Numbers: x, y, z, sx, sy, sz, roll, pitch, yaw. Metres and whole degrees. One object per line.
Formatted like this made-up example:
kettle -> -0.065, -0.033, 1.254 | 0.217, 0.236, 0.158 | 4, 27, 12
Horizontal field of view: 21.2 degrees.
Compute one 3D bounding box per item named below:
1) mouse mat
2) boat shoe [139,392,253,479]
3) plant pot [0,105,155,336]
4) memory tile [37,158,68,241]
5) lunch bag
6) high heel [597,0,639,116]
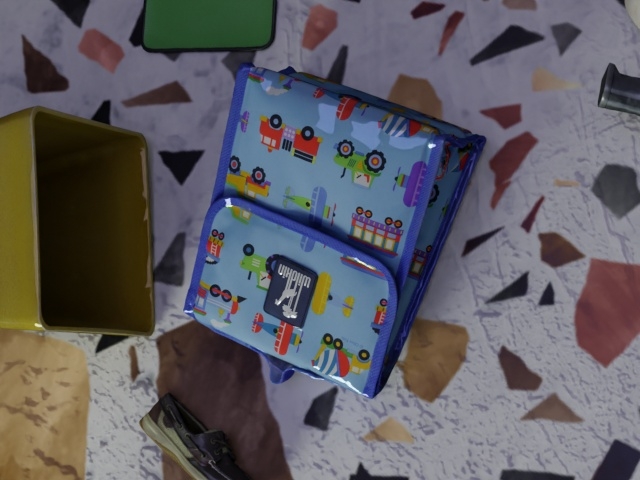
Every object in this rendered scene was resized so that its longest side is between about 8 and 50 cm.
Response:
mouse mat -> -0.114, -0.290, 1.802 | 0.152, 0.007, 0.190 | 1, 81, 19
boat shoe -> -0.114, 0.207, 1.694 | 0.152, 0.056, 0.049 | 35, 98, 21
plant pot -> -0.302, -0.005, 1.715 | 0.187, 0.212, 0.212 | -6, 83, 25
memory tile -> -0.346, -0.062, 1.840 | 0.148, 0.012, 0.113 | 18, 88, 21
lunch bag -> 0.000, 0.000, 1.669 | 0.221, 0.138, 0.293 | 21, 101, 20
high heel -> 0.377, -0.215, 1.597 | 0.186, 0.093, 0.261 | 16, 78, 3
